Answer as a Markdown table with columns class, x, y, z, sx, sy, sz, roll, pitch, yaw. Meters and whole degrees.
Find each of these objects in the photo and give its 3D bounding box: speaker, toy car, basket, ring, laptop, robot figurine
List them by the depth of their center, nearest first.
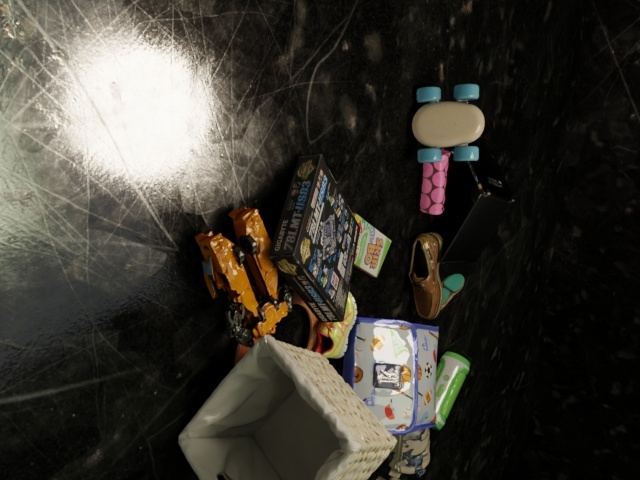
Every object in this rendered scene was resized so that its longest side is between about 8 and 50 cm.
| class | x | y | z | sx | sy | sz | roll | pitch | yaw |
| --- | --- | --- | --- | --- | --- | --- | --- | --- | --- |
| robot figurine | -0.157 | 0.086 | 1.259 | 0.211 | 0.085 | 0.291 | -40 | 127 | -37 |
| basket | -0.070 | 0.446 | 1.275 | 0.331 | 0.328 | 0.266 | -50 | 146 | 6 |
| ring | -0.101 | 0.263 | 1.473 | 0.336 | 0.032 | 0.337 | -26 | 125 | -46 |
| toy car | 0.399 | -0.350 | 1.783 | 0.238 | 0.210 | 0.219 | -18 | 107 | -72 |
| laptop | 0.519 | -0.153 | 2.058 | 0.382 | 0.236 | 0.408 | 2 | 64 | -58 |
| speaker | 0.490 | 0.600 | 2.317 | 0.297 | 0.131 | 0.131 | -59 | 142 | -19 |

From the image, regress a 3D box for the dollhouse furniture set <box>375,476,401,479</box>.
| class | x | y | z | sx | sy | sz | roll | pitch | yaw |
| --- | --- | --- | --- | --- | --- | --- | --- | --- | --- |
| dollhouse furniture set | 0.333 | 1.021 | 2.127 | 0.286 | 0.303 | 0.198 | -33 | 129 | -42 |

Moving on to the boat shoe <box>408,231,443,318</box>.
| class | x | y | z | sx | sy | sz | roll | pitch | yaw |
| --- | --- | --- | --- | --- | --- | --- | --- | --- | --- |
| boat shoe | 0.344 | 0.126 | 1.957 | 0.104 | 0.110 | 0.307 | -14 | 105 | -46 |

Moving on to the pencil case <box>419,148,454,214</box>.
| class | x | y | z | sx | sy | sz | roll | pitch | yaw |
| --- | --- | --- | --- | --- | --- | --- | --- | --- | --- |
| pencil case | 0.372 | -0.194 | 1.872 | 0.098 | 0.095 | 0.209 | -58 | 154 | -67 |

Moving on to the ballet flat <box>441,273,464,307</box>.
| class | x | y | z | sx | sy | sz | roll | pitch | yaw |
| --- | --- | --- | --- | --- | --- | --- | --- | --- | --- |
| ballet flat | 0.477 | 0.198 | 2.201 | 0.206 | 0.073 | 0.067 | -33 | 156 | -38 |

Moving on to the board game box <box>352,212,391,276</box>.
| class | x | y | z | sx | sy | sz | roll | pitch | yaw |
| --- | --- | --- | --- | --- | --- | --- | --- | --- | --- |
| board game box | 0.130 | 0.020 | 1.681 | 0.259 | 0.039 | 0.124 | 32 | 78 | -56 |

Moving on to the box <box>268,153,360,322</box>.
| class | x | y | z | sx | sy | sz | roll | pitch | yaw |
| --- | --- | --- | --- | --- | --- | --- | --- | --- | --- |
| box | 0.000 | 0.000 | 1.386 | 0.293 | 0.073 | 0.296 | 55 | 38 | -46 |

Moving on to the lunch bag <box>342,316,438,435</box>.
| class | x | y | z | sx | sy | sz | roll | pitch | yaw |
| --- | --- | --- | --- | --- | --- | --- | --- | --- | --- |
| lunch bag | 0.195 | 0.397 | 1.710 | 0.385 | 0.239 | 0.328 | 18 | 71 | -51 |

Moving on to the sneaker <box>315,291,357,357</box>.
| class | x | y | z | sx | sy | sz | roll | pitch | yaw |
| --- | --- | --- | --- | --- | --- | --- | --- | --- | --- |
| sneaker | 0.035 | 0.225 | 1.549 | 0.094 | 0.081 | 0.209 | -2 | 103 | -47 |

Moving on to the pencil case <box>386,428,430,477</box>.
| class | x | y | z | sx | sy | sz | roll | pitch | yaw |
| --- | --- | --- | --- | --- | --- | --- | --- | --- | --- |
| pencil case | 0.314 | 0.655 | 2.076 | 0.183 | 0.159 | 0.410 | -47 | 139 | -53 |
